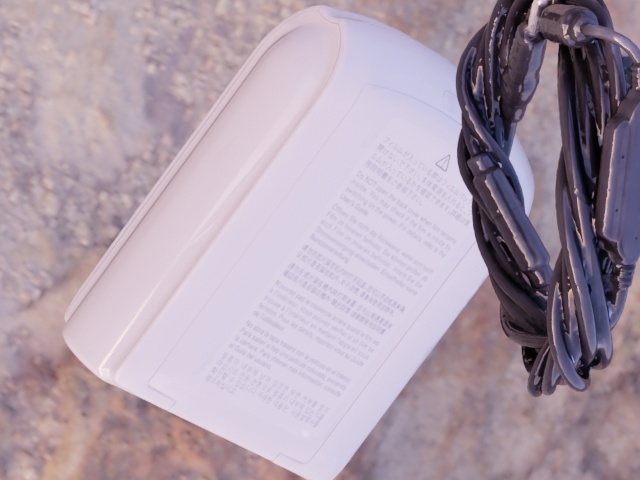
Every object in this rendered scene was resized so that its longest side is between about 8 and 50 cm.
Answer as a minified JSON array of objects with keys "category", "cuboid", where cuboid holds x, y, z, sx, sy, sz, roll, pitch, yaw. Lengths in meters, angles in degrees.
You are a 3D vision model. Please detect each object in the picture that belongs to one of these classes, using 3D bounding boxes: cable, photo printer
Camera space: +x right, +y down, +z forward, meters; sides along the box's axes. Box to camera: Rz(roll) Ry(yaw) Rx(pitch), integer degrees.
[{"category":"cable","cuboid":[0.092,-0.021,0.714,0.047,0.150,0.184,-7,114,-19]},{"category":"photo printer","cuboid":[0.000,0.000,1.175,0.256,0.107,0.307,32,96,-42]}]
